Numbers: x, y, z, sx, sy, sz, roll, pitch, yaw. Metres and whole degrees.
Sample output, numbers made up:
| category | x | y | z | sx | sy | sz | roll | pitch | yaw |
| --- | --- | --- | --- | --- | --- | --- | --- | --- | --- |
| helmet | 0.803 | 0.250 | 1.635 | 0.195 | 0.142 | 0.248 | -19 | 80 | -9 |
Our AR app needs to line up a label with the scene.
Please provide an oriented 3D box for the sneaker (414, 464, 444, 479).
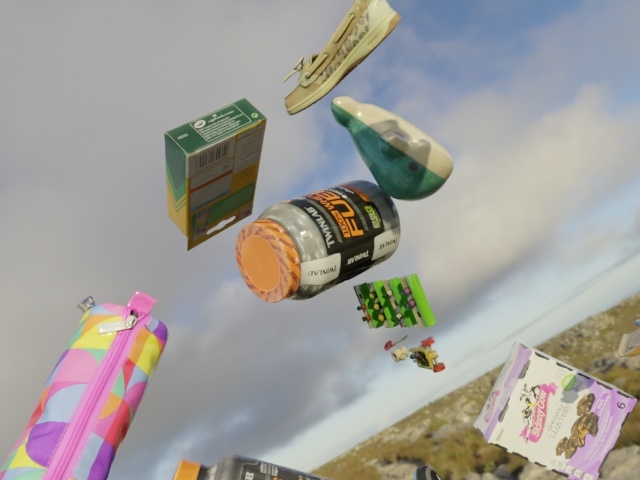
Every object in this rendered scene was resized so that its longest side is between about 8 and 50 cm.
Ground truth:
| category | x | y | z | sx | sy | sz | roll | pitch | yaw |
| --- | --- | --- | --- | --- | --- | --- | --- | --- | --- |
| sneaker | 0.200 | 0.364 | 0.727 | 0.067 | 0.188 | 0.078 | 19 | -79 | -40 |

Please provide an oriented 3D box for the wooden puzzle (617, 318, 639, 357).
| category | x | y | z | sx | sy | sz | roll | pitch | yaw |
| --- | --- | --- | --- | --- | --- | --- | --- | --- | --- |
| wooden puzzle | 0.418 | 0.121 | 0.702 | 0.116 | 0.014 | 0.078 | -28 | -11 | -45 |

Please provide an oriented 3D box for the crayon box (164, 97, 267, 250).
| category | x | y | z | sx | sy | sz | roll | pitch | yaw |
| --- | --- | --- | --- | --- | --- | --- | --- | --- | --- |
| crayon box | -0.238 | -0.140 | 1.231 | 0.203 | 0.083 | 0.323 | -34 | -23 | -32 |

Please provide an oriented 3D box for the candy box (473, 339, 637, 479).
| category | x | y | z | sx | sy | sz | roll | pitch | yaw |
| --- | --- | --- | --- | --- | --- | --- | --- | --- | --- |
| candy box | 0.379 | 0.282 | 0.899 | 0.070 | 0.196 | 0.165 | -130 | 65 | -83 |

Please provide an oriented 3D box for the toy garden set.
| category | x | y | z | sx | sy | sz | roll | pitch | yaw |
| --- | --- | --- | --- | --- | --- | --- | --- | --- | --- |
| toy garden set | 0.157 | 0.184 | 1.181 | 0.049 | 0.204 | 0.244 | -22 | 0 | -26 |

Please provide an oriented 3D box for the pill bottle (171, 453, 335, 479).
| category | x | y | z | sx | sy | sz | roll | pitch | yaw |
| --- | --- | --- | --- | --- | --- | --- | --- | --- | --- |
| pill bottle | -0.066 | 0.339 | 0.663 | 0.245 | 0.131 | 0.130 | 17 | -32 | -6 |

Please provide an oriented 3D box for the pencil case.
| category | x | y | z | sx | sy | sz | roll | pitch | yaw |
| --- | --- | --- | --- | --- | --- | --- | --- | --- | --- |
| pencil case | -0.220 | 0.161 | 0.514 | 0.104 | 0.236 | 0.105 | 4 | -48 | 4 |

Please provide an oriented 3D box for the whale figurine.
| category | x | y | z | sx | sy | sz | roll | pitch | yaw |
| --- | --- | --- | --- | --- | --- | --- | --- | --- | --- |
| whale figurine | 0.127 | -0.179 | 1.090 | 0.141 | 0.271 | 0.216 | -58 | -1 | 16 |

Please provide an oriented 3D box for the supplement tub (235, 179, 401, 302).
| category | x | y | z | sx | sy | sz | roll | pitch | yaw |
| --- | --- | --- | --- | --- | --- | --- | --- | --- | --- |
| supplement tub | 0.000 | 0.000 | 1.094 | 0.315 | 0.194 | 0.194 | -23 | -19 | -43 |

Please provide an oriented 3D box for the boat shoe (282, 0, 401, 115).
| category | x | y | z | sx | sy | sz | roll | pitch | yaw |
| --- | --- | --- | --- | --- | --- | --- | --- | --- | --- |
| boat shoe | 0.022 | -0.347 | 1.035 | 0.285 | 0.089 | 0.105 | -36 | 16 | 31 |
